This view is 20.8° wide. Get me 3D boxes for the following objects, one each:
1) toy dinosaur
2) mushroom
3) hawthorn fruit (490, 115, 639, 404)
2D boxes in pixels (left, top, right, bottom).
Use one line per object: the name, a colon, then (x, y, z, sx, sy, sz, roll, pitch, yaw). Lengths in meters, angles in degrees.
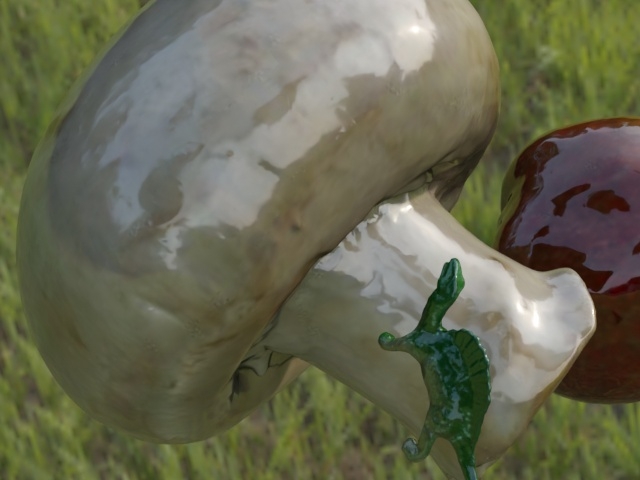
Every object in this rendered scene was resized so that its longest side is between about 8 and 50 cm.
toy dinosaur: (0.059, 0.070, 0.758, 0.029, 0.119, 0.060, -3, -21, -30)
mushroom: (0.000, 0.000, 0.909, 0.290, 0.297, 0.297, 41, 50, 12)
hawthorn fruit: (0.240, 0.019, 1.193, 0.248, 0.208, 0.208, 8, 35, 25)
